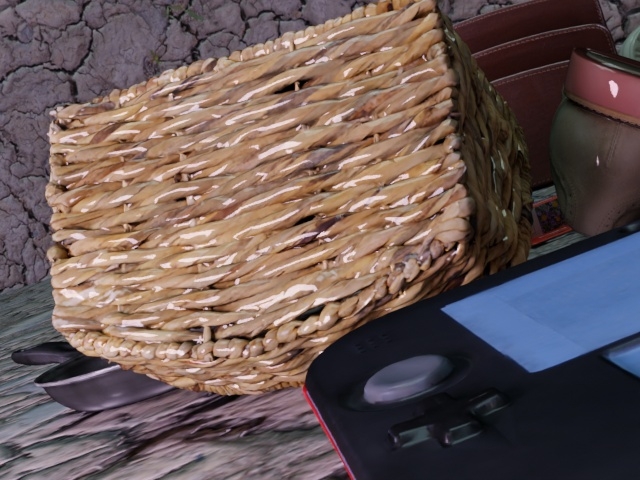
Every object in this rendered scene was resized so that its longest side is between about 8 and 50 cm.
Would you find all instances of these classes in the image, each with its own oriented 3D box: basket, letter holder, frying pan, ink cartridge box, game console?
[{"bbox_3d":[-0.007,0.001,0.838,0.299,0.213,0.223,-15,-22,18],"label":"basket"},{"bbox_3d":[0.211,-0.166,1.455,0.301,0.214,0.152,-18,6,14],"label":"letter holder"},{"bbox_3d":[-0.189,0.108,1.019,0.326,0.053,0.197,-17,4,28],"label":"frying pan"},{"bbox_3d":[0.187,-0.018,1.075,0.062,0.029,0.115,-20,5,-13],"label":"ink cartridge box"},{"bbox_3d":[0.191,0.027,0.487,0.386,0.060,0.342,-21,5,-5],"label":"game console"}]

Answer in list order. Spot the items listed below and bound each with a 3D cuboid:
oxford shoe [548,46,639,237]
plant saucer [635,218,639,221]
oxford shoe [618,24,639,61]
[{"bbox_3d":[0.232,-0.077,0.955,0.123,0.130,0.348,21,14,19],"label":"oxford shoe"},{"bbox_3d":[0.261,-0.012,0.776,0.168,0.029,0.168,-20,5,2],"label":"plant saucer"},{"bbox_3d":[0.568,-0.266,1.594,0.449,0.169,0.130,-22,-16,-16],"label":"oxford shoe"}]
